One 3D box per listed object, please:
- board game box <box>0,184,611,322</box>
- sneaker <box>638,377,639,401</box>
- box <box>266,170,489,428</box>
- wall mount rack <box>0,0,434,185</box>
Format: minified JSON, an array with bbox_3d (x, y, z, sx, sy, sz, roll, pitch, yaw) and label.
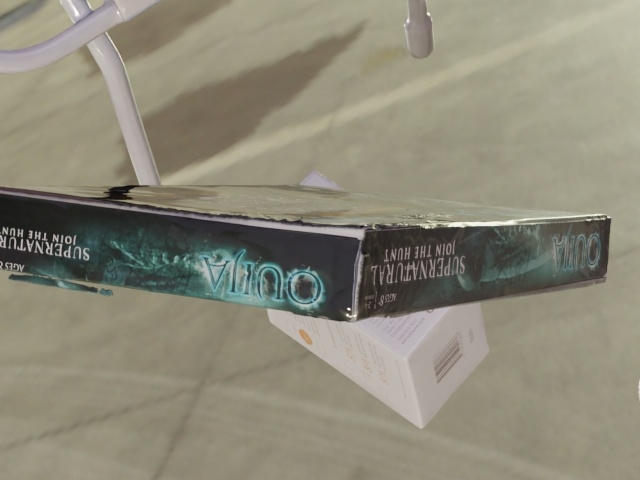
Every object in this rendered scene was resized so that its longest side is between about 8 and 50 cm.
[{"bbox_3d":[0.000,0.000,0.477,0.126,0.026,0.186,7,5,29],"label":"board game box"},{"bbox_3d":[0.379,0.094,1.264,0.236,0.095,0.104,-28,-4,-4],"label":"sneaker"},{"bbox_3d":[0.038,0.047,1.238,0.170,0.130,0.091,34,71,26],"label":"box"},{"bbox_3d":[-0.058,-0.175,0.862,0.350,0.304,0.130,-34,23,-13],"label":"wall mount rack"}]
